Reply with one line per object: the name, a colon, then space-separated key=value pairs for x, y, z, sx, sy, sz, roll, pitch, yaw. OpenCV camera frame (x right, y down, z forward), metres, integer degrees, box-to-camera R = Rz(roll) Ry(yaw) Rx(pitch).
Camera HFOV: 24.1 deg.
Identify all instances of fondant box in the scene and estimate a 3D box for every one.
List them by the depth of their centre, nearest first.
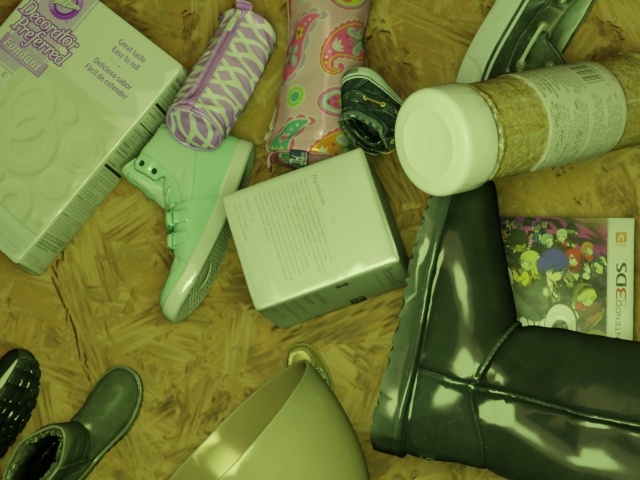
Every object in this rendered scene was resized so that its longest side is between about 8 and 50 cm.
fondant box: x=-0.358 y=-0.157 z=1.960 sx=0.238 sy=0.096 sz=0.330 roll=39 pitch=86 yaw=15

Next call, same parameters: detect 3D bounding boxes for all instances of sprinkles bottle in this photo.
sprinkles bottle: x=0.252 y=-0.139 z=1.730 sx=0.355 sy=0.121 sz=0.121 roll=-14 pitch=71 yaw=-37

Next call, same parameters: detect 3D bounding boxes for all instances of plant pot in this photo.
plant pot: x=-0.049 y=0.302 z=1.698 sx=0.284 sy=0.284 sz=0.191 roll=-45 pitch=95 yaw=-1

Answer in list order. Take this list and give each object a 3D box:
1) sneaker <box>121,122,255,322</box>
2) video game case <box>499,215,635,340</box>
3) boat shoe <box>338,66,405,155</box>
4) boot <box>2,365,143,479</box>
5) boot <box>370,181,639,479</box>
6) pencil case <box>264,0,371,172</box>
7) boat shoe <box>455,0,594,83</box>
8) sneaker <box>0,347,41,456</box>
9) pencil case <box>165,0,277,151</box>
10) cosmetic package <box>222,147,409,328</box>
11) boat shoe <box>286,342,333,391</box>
sneaker: x=-0.191 y=-0.027 z=1.901 sx=0.151 sy=0.094 sz=0.256 roll=17 pitch=72 yaw=7
video game case: x=0.265 y=0.075 z=1.826 sx=0.232 sy=0.042 sz=0.210 roll=2 pitch=78 yaw=10
boat shoe: x=0.089 y=-0.129 z=1.837 sx=0.065 sy=0.183 sz=0.083 roll=-26 pitch=42 yaw=40
boot: x=-0.297 y=0.228 z=1.806 sx=0.076 sy=0.208 sz=0.190 roll=28 pitch=84 yaw=14
boot: x=0.315 y=0.119 z=1.710 sx=0.445 sy=0.146 sz=0.367 roll=12 pitch=84 yaw=13
pencil case: x=0.001 y=-0.220 z=1.896 sx=0.124 sy=0.124 sz=0.284 roll=5 pitch=81 yaw=11
boat shoe: x=0.256 y=-0.227 z=1.851 sx=0.119 sy=0.121 sz=0.335 roll=22 pitch=81 yaw=18
sneaker: x=-0.467 y=0.248 z=1.891 sx=0.124 sy=0.107 sz=0.283 roll=27 pitch=84 yaw=20
pencil case: x=-0.123 y=-0.208 z=1.898 sx=0.086 sy=0.088 sz=0.206 roll=14 pitch=56 yaw=12
cosmetic package: x=0.000 y=0.000 z=1.833 sx=0.183 sy=0.151 sz=0.151 roll=-19 pitch=76 yaw=7
boat shoe: x=-0.012 y=0.199 z=1.845 sx=0.056 sy=0.048 sz=0.153 roll=-10 pitch=77 yaw=8
